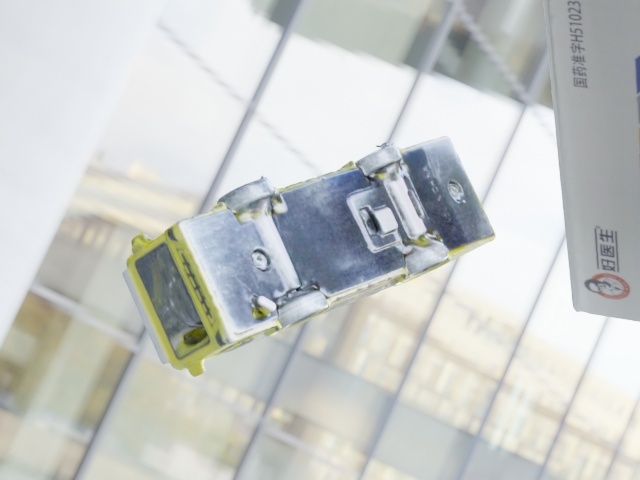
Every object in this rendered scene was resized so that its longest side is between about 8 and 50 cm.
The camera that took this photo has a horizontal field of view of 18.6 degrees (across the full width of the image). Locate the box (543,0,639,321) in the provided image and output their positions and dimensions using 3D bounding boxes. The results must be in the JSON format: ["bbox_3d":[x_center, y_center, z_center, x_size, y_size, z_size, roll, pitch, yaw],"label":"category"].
[{"bbox_3d":[0.241,-0.070,1.102,0.214,0.069,0.353,9,-39,18],"label":"box"}]

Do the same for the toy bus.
[{"bbox_3d":[0.000,0.000,1.066,0.226,0.081,0.074,-22,-4,-45],"label":"toy bus"}]
